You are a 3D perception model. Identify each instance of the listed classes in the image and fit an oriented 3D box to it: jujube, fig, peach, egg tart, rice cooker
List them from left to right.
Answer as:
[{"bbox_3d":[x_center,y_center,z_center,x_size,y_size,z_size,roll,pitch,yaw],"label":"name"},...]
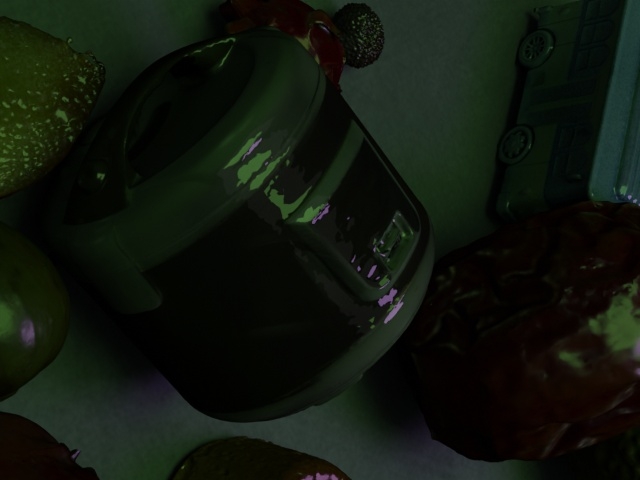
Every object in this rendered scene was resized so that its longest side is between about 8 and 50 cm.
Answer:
[{"bbox_3d":[-0.333,0.043,1.362,0.203,0.203,0.225,-34,96,-40],"label":"fig"},{"bbox_3d":[-0.329,-0.123,1.471,0.279,0.068,0.189,-18,87,-39],"label":"peach"},{"bbox_3d":[-0.080,-0.028,1.517,0.325,0.335,0.335,52,54,-25],"label":"rice cooker"},{"bbox_3d":[-0.051,0.305,1.622,0.202,0.147,0.202,4,84,-41],"label":"egg tart"},{"bbox_3d":[0.279,0.104,1.817,0.377,0.276,0.276,-22,103,-2],"label":"jujube"}]

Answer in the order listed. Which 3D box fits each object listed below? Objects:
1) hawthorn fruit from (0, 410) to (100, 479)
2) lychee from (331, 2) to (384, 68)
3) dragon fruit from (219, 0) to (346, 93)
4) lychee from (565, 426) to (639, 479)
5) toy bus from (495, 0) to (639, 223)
[{"bbox_3d":[-0.295,0.301,1.300,0.308,0.308,0.324,27,87,-38],"label":"hawthorn fruit"},{"bbox_3d":[0.042,-0.239,1.825,0.067,0.083,0.068,-3,49,-13],"label":"lychee"},{"bbox_3d":[-0.039,-0.207,1.705,0.166,0.133,0.136,52,44,-12],"label":"dragon fruit"},{"bbox_3d":[0.436,0.239,1.996,0.270,0.270,0.320,59,15,-20],"label":"lychee"},{"bbox_3d":[0.354,-0.155,2.020,0.152,0.190,0.312,30,66,-37],"label":"toy bus"}]
